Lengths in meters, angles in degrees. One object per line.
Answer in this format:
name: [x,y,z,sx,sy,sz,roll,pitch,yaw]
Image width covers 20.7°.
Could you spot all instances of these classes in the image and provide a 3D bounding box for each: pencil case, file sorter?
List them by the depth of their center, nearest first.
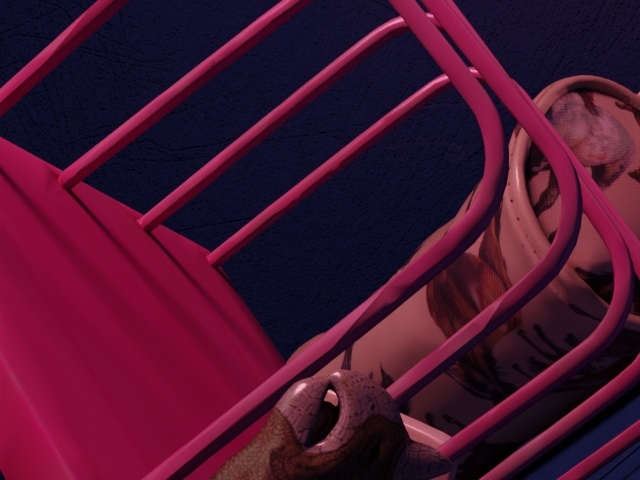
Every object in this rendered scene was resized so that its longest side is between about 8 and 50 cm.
file sorter: [0.000,0.000,0.635,0.182,0.202,0.291,-39,-25,9]
pencil case: [0.103,0.059,1.110,0.183,0.160,0.410,-37,-7,-36]

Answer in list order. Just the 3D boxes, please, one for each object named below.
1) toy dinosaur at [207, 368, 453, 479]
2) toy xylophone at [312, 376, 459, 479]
toy dinosaur: [-0.089,0.153,0.454,0.313,0.160,0.121,-58,2,35]
toy xylophone: [-0.091,0.157,0.779,0.323,0.236,0.081,-41,-40,-54]
